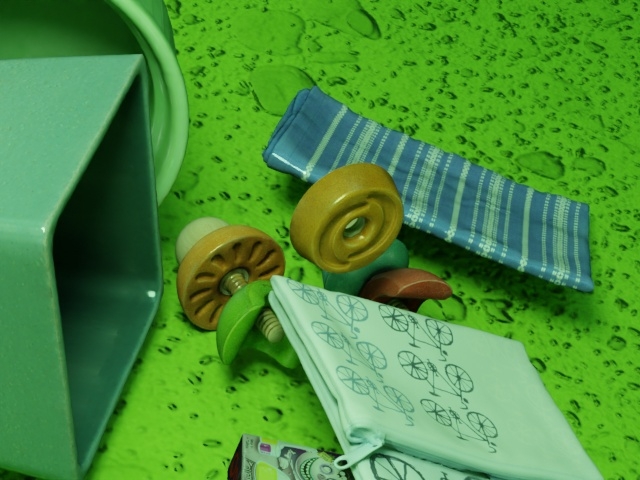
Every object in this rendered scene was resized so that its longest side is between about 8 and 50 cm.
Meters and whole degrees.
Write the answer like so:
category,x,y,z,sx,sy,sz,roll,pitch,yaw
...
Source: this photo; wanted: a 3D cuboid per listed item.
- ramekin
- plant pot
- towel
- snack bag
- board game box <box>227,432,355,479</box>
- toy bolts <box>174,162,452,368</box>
category,x,y,z,sx,sy,sz,roll,pitch,yaw
ramekin,-0.262,-0.138,1.385,0.303,0.303,0.148,13,31,-11
plant pot,-0.279,0.007,1.249,0.252,0.247,0.248,7,37,8
towel,0.114,-0.056,1.605,0.336,0.040,0.243,22,19,1
snack bag,0.130,0.182,1.300,0.323,0.037,0.342,19,32,-40
board game box,0.031,0.287,1.179,0.208,0.056,0.347,17,31,-13
toy bolts,0.000,0.000,1.431,0.228,0.218,0.158,12,29,-42
